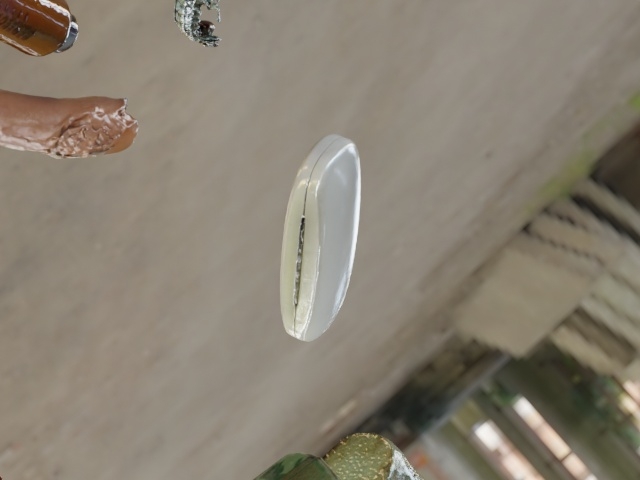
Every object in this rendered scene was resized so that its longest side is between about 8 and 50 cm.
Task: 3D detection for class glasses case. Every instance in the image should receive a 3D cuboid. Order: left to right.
[{"bbox_3d":[0.000,0.000,1.516,0.074,0.049,0.193,-48,151,-46],"label":"glasses case"}]

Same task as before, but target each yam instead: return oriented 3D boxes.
[{"bbox_3d":[0.079,0.284,1.761,0.107,0.194,0.107,-28,-146,21],"label":"yam"}]

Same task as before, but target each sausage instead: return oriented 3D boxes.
[{"bbox_3d":[-0.343,-0.135,1.927,0.304,0.078,0.078,8,151,-17],"label":"sausage"}]

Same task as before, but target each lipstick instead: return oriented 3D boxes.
[{"bbox_3d":[-0.340,-0.240,1.589,0.077,0.077,0.418,-43,156,12],"label":"lipstick"}]

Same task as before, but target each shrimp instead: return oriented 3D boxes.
[{"bbox_3d":[-0.133,-0.285,2.068,0.076,0.082,0.174,-18,144,-28],"label":"shrimp"}]

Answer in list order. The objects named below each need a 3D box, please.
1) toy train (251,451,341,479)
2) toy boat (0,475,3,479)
[{"bbox_3d":[-0.087,0.285,1.298,0.326,0.129,0.159,-37,-169,-6],"label":"toy train"},{"bbox_3d":[-0.442,0.139,1.670,0.136,0.392,0.079,-37,-161,5],"label":"toy boat"}]
